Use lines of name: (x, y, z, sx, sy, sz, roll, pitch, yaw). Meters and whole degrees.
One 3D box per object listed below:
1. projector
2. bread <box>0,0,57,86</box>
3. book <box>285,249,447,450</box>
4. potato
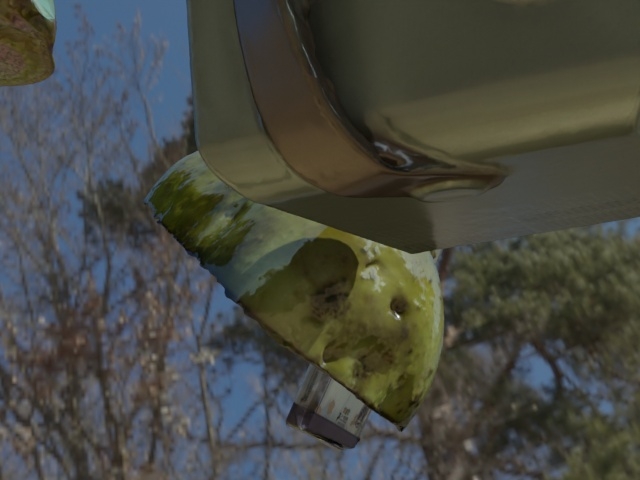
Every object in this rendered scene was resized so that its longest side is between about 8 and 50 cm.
projector: (0.063, -0.088, 0.588, 0.177, 0.163, 0.242, -11, -13, 24)
bread: (-0.269, -0.221, 1.026, 0.158, 0.156, 0.260, -2, -13, 16)
book: (0.048, 0.048, 1.101, 0.231, 0.026, 0.157, -66, -19, -8)
potato: (0.000, 0.000, 0.825, 0.160, 0.271, 0.111, 39, -90, -23)
